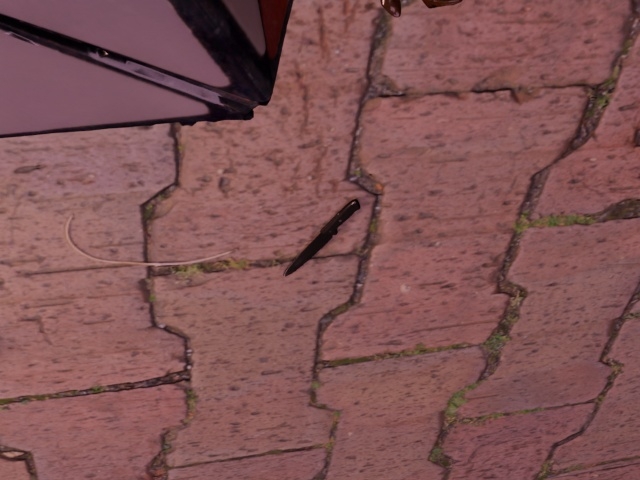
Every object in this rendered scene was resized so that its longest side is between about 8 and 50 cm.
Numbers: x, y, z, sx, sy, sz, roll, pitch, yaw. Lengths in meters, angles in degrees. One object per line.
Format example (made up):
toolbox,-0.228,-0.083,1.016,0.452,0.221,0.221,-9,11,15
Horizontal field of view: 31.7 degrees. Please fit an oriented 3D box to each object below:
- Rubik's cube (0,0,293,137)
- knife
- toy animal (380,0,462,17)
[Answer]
Rubik's cube,-0.193,-0.263,0.710,0.310,0.305,0.307,-2,152,22
knife,0.000,0.000,1.451,0.023,0.010,0.170,19,134,-31
toy animal,0.002,-0.257,1.006,0.260,0.087,0.243,-7,170,8
